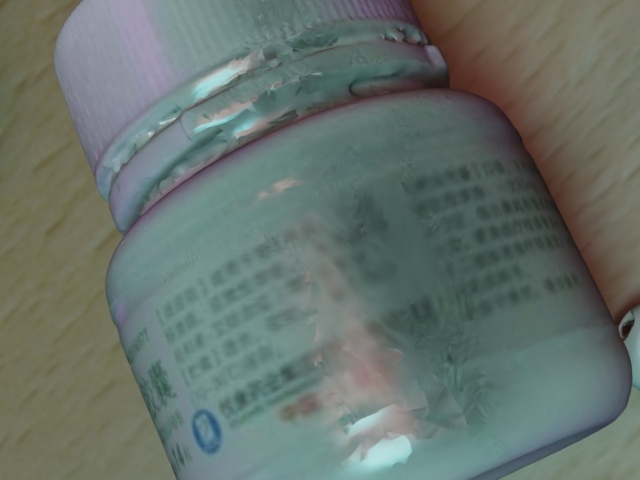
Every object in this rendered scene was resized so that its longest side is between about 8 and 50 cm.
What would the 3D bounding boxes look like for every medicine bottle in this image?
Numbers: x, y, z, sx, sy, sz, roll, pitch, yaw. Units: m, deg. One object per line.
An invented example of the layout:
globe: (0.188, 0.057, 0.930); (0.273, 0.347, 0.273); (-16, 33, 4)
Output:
medicine bottle: (0.000, 0.000, 0.745); (0.256, 0.256, 0.325); (-28, 77, 12)

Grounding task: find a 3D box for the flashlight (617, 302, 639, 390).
flashlight: (0.272, 0.097, 0.788); (0.200, 0.047, 0.093); (27, 96, 15)
